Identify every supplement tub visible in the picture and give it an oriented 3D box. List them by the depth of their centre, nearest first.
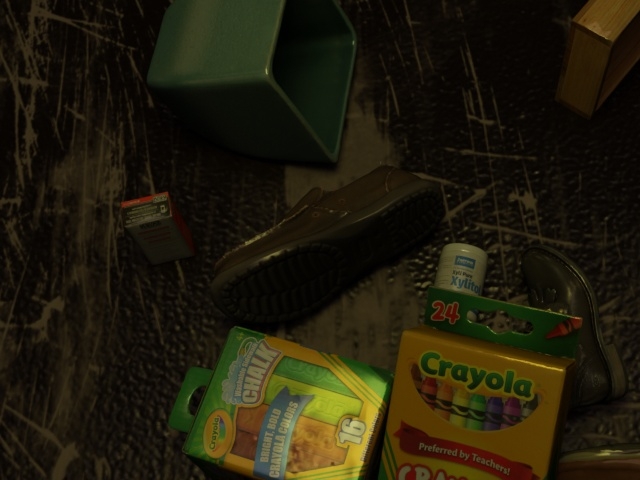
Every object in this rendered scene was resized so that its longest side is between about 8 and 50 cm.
[{"bbox_3d":[0.196,0.066,1.309,0.071,0.071,0.107,10,68,11],"label":"supplement tub"}]

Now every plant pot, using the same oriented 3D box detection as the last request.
[{"bbox_3d":[-0.116,-0.271,1.413,0.252,0.248,0.247,-2,64,25],"label":"plant pot"}]

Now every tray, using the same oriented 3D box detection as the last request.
[{"bbox_3d":[0.514,-0.395,1.409,0.076,0.203,0.411,35,74,20],"label":"tray"}]

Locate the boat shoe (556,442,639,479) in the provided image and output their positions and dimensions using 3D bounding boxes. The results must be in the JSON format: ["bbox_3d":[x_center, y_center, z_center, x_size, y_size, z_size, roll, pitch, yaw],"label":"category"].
[{"bbox_3d":[0.440,0.321,1.140,0.324,0.122,0.120,1,69,8],"label":"boat shoe"}]

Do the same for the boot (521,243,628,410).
[{"bbox_3d":[0.268,0.138,1.218,0.229,0.091,0.263,-13,65,-23],"label":"boot"}]

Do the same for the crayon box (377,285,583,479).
[{"bbox_3d":[0.184,0.229,1.107,0.202,0.081,0.318,10,96,24],"label":"crayon box"}]

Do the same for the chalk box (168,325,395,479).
[{"bbox_3d":[-0.059,0.236,1.201,0.289,0.179,0.180,14,67,12],"label":"chalk box"}]

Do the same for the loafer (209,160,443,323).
[{"bbox_3d":[0.000,0.000,1.347,0.366,0.134,0.130,-24,42,-15],"label":"loafer"}]

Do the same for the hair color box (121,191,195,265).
[{"bbox_3d":[-0.237,-0.015,1.356,0.072,0.141,0.043,-13,65,0],"label":"hair color box"}]
